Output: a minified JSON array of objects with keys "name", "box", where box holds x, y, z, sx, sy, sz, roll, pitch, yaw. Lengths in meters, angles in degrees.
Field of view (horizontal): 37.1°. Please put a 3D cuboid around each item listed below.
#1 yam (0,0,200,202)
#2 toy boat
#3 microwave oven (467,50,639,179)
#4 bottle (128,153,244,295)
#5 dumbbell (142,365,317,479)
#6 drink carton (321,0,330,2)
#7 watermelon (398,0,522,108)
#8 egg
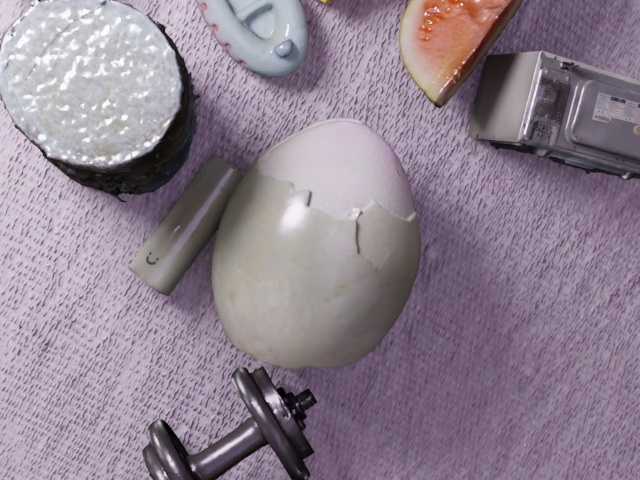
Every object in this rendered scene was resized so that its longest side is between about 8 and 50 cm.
[{"name":"yam","box":[-0.266,-0.172,1.176,0.241,0.348,0.241,0,90,-8]},{"name":"toy boat","box":[-0.092,-0.322,1.314,0.134,0.079,0.208,-32,105,-11]},{"name":"microwave oven","box":[0.373,-0.180,1.407,0.240,0.194,0.145,12,98,-19]},{"name":"bottle","box":[-0.184,-0.022,1.343,0.072,0.072,0.201,36,89,-18]},{"name":"dumbbell","box":[-0.130,0.302,1.356,0.290,0.192,0.192,-32,106,-8]},{"name":"drink carton","box":[0.075,-0.404,1.341,0.200,0.084,0.075,-27,116,-10]},{"name":"watermelon","box":[0.227,-0.313,1.380,0.303,0.159,0.128,-52,138,-4]},{"name":"egg","box":[0.000,0.000,1.288,0.278,0.278,0.336,11,99,-17]}]
